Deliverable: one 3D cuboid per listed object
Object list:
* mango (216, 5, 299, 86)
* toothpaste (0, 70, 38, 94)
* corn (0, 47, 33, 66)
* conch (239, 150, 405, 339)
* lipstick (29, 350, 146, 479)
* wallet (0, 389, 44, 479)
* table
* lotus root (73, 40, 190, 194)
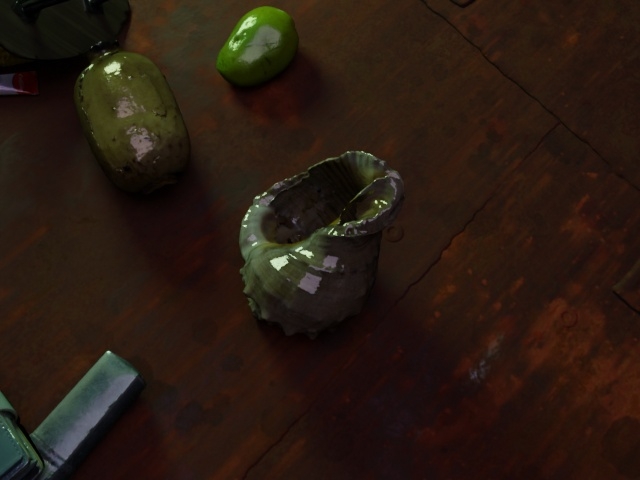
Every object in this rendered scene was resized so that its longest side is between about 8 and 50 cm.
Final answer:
[{"bbox_3d":[-0.107,-0.341,1.510,0.117,0.089,0.163,30,80,-3],"label":"mango"},{"bbox_3d":[-0.584,-0.264,1.447,0.190,0.031,0.048,-7,66,-12],"label":"toothpaste"},{"bbox_3d":[-0.549,-0.346,1.449,0.244,0.093,0.093,-13,70,-11],"label":"corn"},{"bbox_3d":[0.003,0.005,1.327,0.324,0.186,0.263,-35,61,8],"label":"conch"},{"bbox_3d":[-0.372,0.292,1.221,0.076,0.077,0.289,35,70,16],"label":"lipstick"},{"bbox_3d":[-0.509,0.276,1.174,0.176,0.075,0.250,-41,58,-10],"label":"wallet"},{"bbox_3d":[-0.367,-0.447,1.335,0.249,0.317,0.317,-15,66,36],"label":"table"},{"bbox_3d":[-0.315,-0.206,1.397,0.160,0.146,0.284,-17,77,-34],"label":"lotus root"}]
